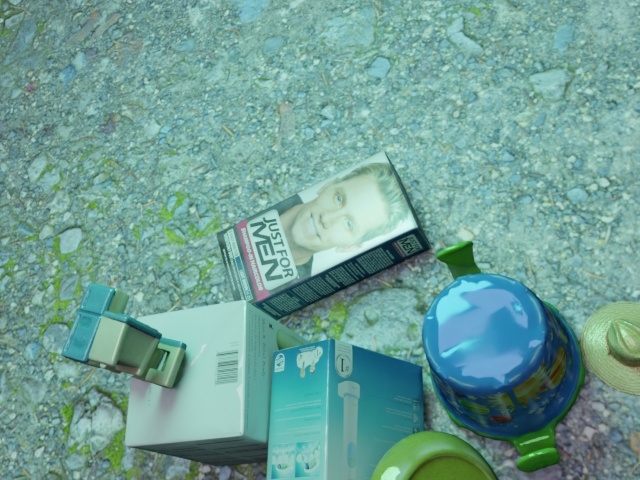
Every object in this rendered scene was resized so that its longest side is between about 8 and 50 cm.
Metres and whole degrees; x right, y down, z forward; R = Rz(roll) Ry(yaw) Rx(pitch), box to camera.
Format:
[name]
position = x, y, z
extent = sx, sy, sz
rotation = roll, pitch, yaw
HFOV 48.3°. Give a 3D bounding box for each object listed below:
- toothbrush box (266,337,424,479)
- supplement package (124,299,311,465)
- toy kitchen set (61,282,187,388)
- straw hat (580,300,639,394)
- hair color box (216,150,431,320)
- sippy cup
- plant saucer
[toothbrush box]
position = 0.041, 0.315, 1.040
extent = 0.126, 0.216, 0.295
rotation = -21, 58, 41
[supplement package]
position = -0.144, 0.239, 1.138
extent = 0.198, 0.263, 0.199
rotation = -11, 64, 20
[toy kitchen set]
position = -0.301, 0.116, 1.010
extent = 0.207, 0.166, 0.122
rotation = 8, 71, 27
[straw hat]
position = 0.452, 0.148, 1.043
extent = 0.145, 0.061, 0.144
rotation = -9, 65, 20
[hair color box]
position = 0.000, 0.000, 1.278
extent = 0.347, 0.105, 0.173
rotation = -26, 60, 10
[sippy cup]
position = 0.251, 0.157, 1.030
extent = 0.305, 0.224, 0.240
rotation = 33, 84, 31
[plant saucer]
position = 0.171, 0.383, 0.975
extent = 0.037, 0.241, 0.240
rotation = -32, 46, 58
